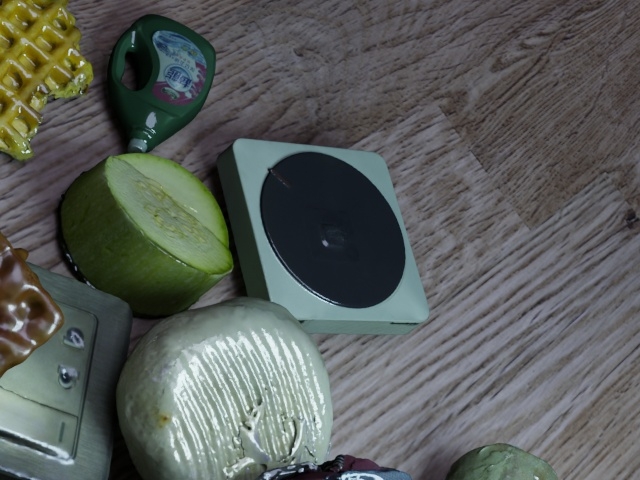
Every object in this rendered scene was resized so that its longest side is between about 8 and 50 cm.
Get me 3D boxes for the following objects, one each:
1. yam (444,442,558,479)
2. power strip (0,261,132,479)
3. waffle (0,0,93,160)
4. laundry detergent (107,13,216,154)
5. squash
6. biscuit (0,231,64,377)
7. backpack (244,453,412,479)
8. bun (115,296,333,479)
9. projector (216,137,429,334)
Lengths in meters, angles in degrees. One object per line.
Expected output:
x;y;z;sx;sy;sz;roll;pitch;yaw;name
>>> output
0.195;0.393;1.950;0.161;0.161;0.268;39;45;-13;yam
-0.339;0.146;1.724;0.257;0.092;0.251;24;47;-26;power strip
-0.394;-0.223;1.945;0.291;0.051;0.291;18;54;-26;waffle
-0.217;-0.193;2.061;0.137;0.063;0.211;32;50;-16;laundry detergent
-0.197;-0.025;1.931;0.220;0.133;0.220;24;45;-26;squash
-0.484;0.061;1.487;0.395;0.166;0.342;-38;111;-14;biscuit
-0.059;0.354;1.658;0.317;0.283;0.197;3;40;-49;backpack
-0.114;0.195;1.802;0.273;0.168;0.273;-2;93;-42;bun
0.000;0.000;2.097;0.257;0.079;0.259;4;62;-37;projector
